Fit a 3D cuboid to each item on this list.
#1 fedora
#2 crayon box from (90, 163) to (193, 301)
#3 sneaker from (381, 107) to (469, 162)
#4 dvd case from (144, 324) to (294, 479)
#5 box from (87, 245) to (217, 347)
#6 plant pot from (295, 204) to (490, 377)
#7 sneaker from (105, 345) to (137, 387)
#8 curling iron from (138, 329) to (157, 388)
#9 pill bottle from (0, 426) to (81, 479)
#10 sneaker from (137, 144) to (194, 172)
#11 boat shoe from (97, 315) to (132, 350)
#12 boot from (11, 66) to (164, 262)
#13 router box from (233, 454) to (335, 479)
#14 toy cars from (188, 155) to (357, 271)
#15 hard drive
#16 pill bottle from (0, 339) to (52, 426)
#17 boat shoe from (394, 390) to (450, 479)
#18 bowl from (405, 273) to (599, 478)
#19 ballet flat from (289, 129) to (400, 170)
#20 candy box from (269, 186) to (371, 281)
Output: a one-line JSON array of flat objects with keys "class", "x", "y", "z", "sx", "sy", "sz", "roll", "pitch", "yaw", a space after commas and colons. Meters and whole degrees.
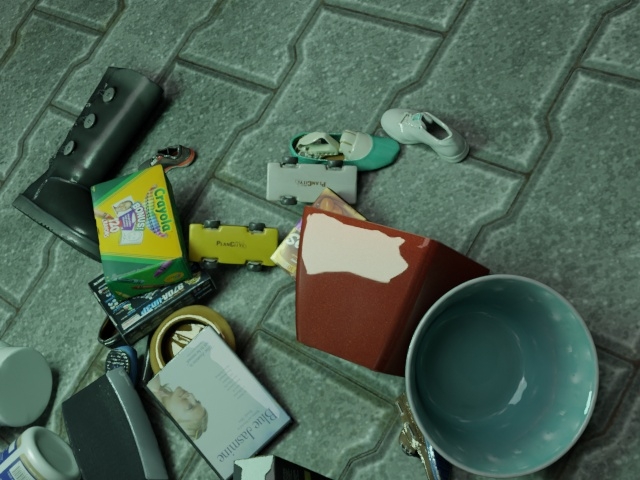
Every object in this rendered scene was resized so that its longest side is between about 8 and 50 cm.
[{"class": "fedora", "x": -0.251, "y": 0.227, "z": 1.732, "sx": 0.195, "sy": 0.079, "sz": 0.194, "roll": -7, "pitch": 67, "yaw": 16}, {"class": "crayon box", "x": -0.383, "y": -0.020, "z": 1.814, "sx": 0.166, "sy": 0.081, "sz": 0.278, "roll": -18, "pitch": 52, "yaw": -3}, {"class": "sneaker", "x": 0.201, "y": -0.233, "z": 1.715, "sx": 0.212, "sy": 0.094, "sz": 0.080, "roll": 29, "pitch": 83, "yaw": 36}, {"class": "dvd case", "x": -0.198, "y": 0.314, "z": 1.639, "sx": 0.180, "sy": 0.022, "sz": 0.253, "roll": -44, "pitch": 77, "yaw": 2}, {"class": "box", "x": -0.359, "y": 0.096, "z": 1.807, "sx": 0.220, "sy": 0.051, "sz": 0.175, "roll": -35, "pitch": 55, "yaw": -14}, {"class": "plant pot", "x": 0.104, "y": 0.105, "z": 1.511, "sx": 0.267, "sy": 0.267, "sz": 0.235, "roll": 17, "pitch": 86, "yaw": 33}, {"class": "sneaker", "x": -0.419, "y": 0.326, "z": 1.792, "sx": 0.069, "sy": 0.082, "sz": 0.209, "roll": 8, "pitch": 88, "yaw": 15}, {"class": "curling iron", "x": -0.339, "y": 0.185, "z": 1.828, "sx": 0.068, "sy": 0.035, "sz": 0.273, "roll": 8, "pitch": 69, "yaw": 31}, {"class": "pill bottle", "x": -0.636, "y": 0.521, "z": 1.745, "sx": 0.265, "sy": 0.153, "sz": 0.153, "roll": -42, "pitch": 54, "yaw": 3}, {"class": "sneaker", "x": -0.378, "y": -0.197, "z": 2.022, "sx": 0.158, "sy": 0.065, "sz": 0.061, "roll": -19, "pitch": 59, "yaw": 22}, {"class": "boat shoe", "x": -0.407, "y": 0.134, "z": 1.866, "sx": 0.084, "sy": 0.079, "sz": 0.233, "roll": 19, "pitch": 74, "yaw": 35}, {"class": "boot", "x": -0.513, "y": -0.198, "z": 2.055, "sx": 0.367, "sy": 0.146, "sz": 0.445, "roll": 27, "pitch": 77, "yaw": 36}, {"class": "router box", "x": -0.050, "y": 0.526, "z": 1.376, "sx": 0.081, "sy": 0.243, "sz": 0.308, "roll": -14, "pitch": 59, "yaw": 21}, {"class": "toy cars", "x": -0.097, "y": -0.057, "z": 1.785, "sx": 0.394, "sy": 0.087, "sz": 0.176, "roll": -38, "pitch": 93, "yaw": 6}, {"class": "hard drive", "x": -0.419, "y": 0.397, "z": 1.697, "sx": 0.172, "sy": 0.054, "sz": 0.254, "roll": -33, "pitch": 67, "yaw": 13}, {"class": "pill bottle", "x": -0.792, "y": 0.318, "z": 1.898, "sx": 0.361, "sy": 0.204, "sz": 0.204, "roll": -3, "pitch": 65, "yaw": 27}, {"class": "boat shoe", "x": 0.172, "y": 0.342, "z": 1.466, "sx": 0.066, "sy": 0.066, "sz": 0.183, "roll": -28, "pitch": 46, "yaw": 19}, {"class": "bowl", "x": 0.266, "y": 0.208, "z": 1.370, "sx": 0.312, "sy": 0.163, "sz": 0.311, "roll": 0, "pitch": 89, "yaw": -10}, {"class": "ballet flat", "x": 0.040, "y": -0.192, "z": 1.785, "sx": 0.247, "sy": 0.087, "sz": 0.083, "roll": 1, "pitch": 66, "yaw": 28}, {"class": "candy box", "x": 0.000, "y": 0.000, "z": 1.700, "sx": 0.109, "sy": 0.053, "sz": 0.186, "roll": 40, "pitch": 97, "yaw": 16}]
